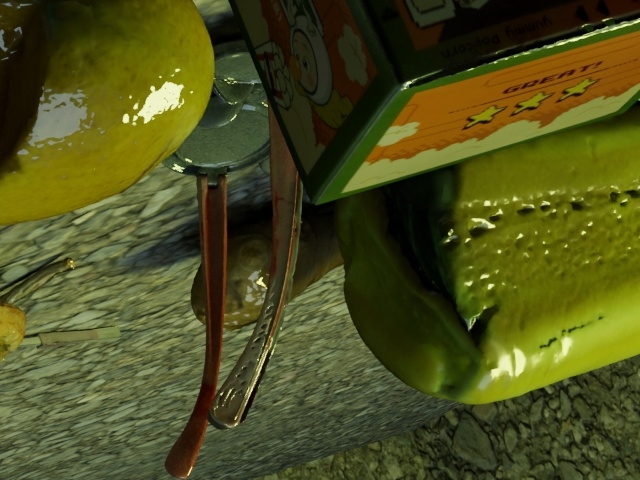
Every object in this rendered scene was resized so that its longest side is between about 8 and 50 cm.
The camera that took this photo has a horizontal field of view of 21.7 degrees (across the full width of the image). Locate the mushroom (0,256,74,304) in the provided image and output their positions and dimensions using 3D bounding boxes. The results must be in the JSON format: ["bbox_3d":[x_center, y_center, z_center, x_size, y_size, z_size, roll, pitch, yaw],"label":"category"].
[{"bbox_3d":[-0.312,0.077,1.456,0.286,0.028,0.026,-30,123,27],"label":"mushroom"}]

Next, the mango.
[{"bbox_3d":[-0.181,-0.074,0.818,0.262,0.130,0.167,-14,163,-13],"label":"mango"}]

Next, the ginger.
[{"bbox_3d":[0.000,0.000,1.538,0.294,0.086,0.131,-24,159,-31],"label":"ginger"}]

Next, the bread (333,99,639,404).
[{"bbox_3d":[0.179,0.003,1.489,0.376,0.251,0.208,-13,-179,-42],"label":"bread"}]

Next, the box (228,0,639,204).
[{"bbox_3d":[0.056,-0.147,0.748,0.177,0.195,0.148,-16,166,-21],"label":"box"}]

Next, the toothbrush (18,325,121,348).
[{"bbox_3d":[-0.262,0.098,1.624,0.017,0.014,0.194,-31,165,33],"label":"toothbrush"}]

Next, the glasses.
[{"bbox_3d":[-0.042,0.012,1.106,0.118,0.268,0.234,2,162,-17],"label":"glasses"}]

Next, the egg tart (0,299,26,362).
[{"bbox_3d":[-0.324,0.081,1.321,0.191,0.074,0.191,-22,166,-6],"label":"egg tart"}]
